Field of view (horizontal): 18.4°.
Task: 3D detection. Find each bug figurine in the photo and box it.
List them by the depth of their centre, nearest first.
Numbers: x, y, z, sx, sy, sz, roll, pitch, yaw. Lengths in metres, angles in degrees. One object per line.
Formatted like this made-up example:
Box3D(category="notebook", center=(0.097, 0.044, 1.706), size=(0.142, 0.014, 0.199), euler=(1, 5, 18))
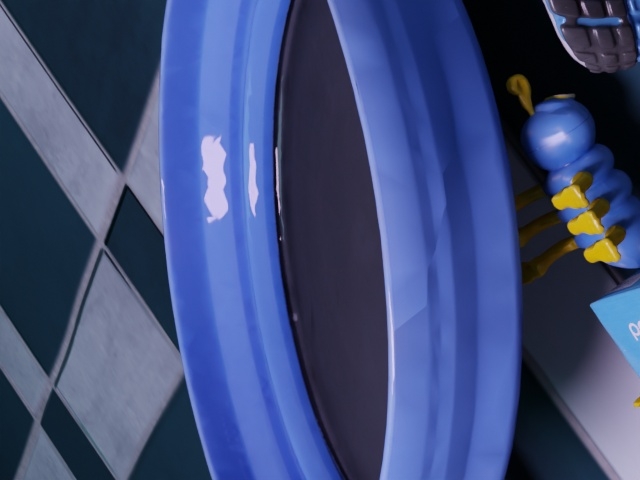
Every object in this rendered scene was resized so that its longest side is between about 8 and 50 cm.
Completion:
Box3D(category="bug figurine", center=(0.190, 0.005, 0.843), size=(0.216, 0.072, 0.279), euler=(60, 153, -10))

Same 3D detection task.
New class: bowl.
Box3D(category="bowl", center=(0.000, 0.000, 1.044), size=(0.391, 0.077, 0.391), euler=(173, 90, -71))

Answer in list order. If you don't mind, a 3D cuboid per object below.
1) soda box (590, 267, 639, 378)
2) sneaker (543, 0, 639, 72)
Box3D(category="soda box", center=(0.189, 0.017, 0.700), size=(0.071, 0.067, 0.210), euler=(57, 155, -4))
Box3D(category="sneaker", center=(0.106, -0.162, 0.812), size=(0.083, 0.071, 0.190), euler=(177, 86, -77))
